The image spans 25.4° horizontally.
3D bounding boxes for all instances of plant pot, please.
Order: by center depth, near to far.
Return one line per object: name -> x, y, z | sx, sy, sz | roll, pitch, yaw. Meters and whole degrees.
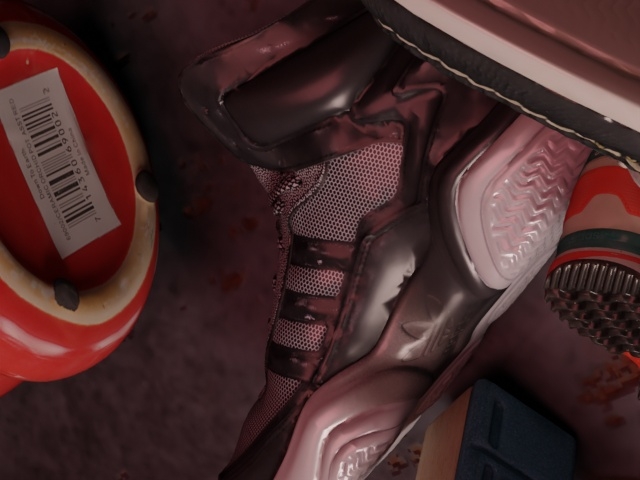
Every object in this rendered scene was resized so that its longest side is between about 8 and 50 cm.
plant pot -> -0.182, -0.009, 0.624 | 0.174, 0.191, 0.191 | -15, 101, 30

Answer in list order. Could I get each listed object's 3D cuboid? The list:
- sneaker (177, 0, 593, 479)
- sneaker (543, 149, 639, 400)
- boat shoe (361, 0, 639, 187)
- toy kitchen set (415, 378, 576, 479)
sneaker -> 0.000, 0.000, 0.583 | 0.153, 0.101, 0.268 | 40, 117, 11
sneaker -> 0.134, 0.015, 0.513 | 0.057, 0.161, 0.075 | -2, 63, 36
boat shoe -> 0.143, -0.039, 0.428 | 0.303, 0.114, 0.091 | 20, 148, -3
toy kitchen set -> 0.162, 0.119, 0.548 | 0.207, 0.122, 0.166 | 34, 124, -10
